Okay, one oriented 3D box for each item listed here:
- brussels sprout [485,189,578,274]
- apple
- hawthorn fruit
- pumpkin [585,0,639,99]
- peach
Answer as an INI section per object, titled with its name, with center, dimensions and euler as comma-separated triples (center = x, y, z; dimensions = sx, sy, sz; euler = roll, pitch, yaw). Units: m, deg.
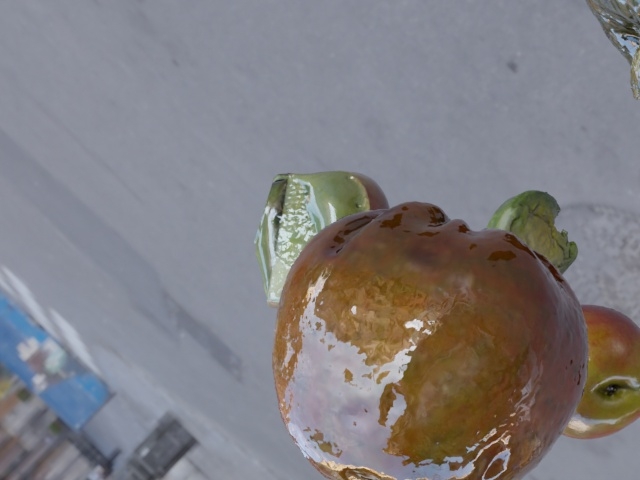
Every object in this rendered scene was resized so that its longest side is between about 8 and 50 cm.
[brussels sprout]
center = 0.287, 0.001, 1.659
dimensions = 0.100, 0.181, 0.139
euler = 7, 119, 55
[apple]
center = 0.000, 0.000, 1.576
dimensions = 0.207, 0.188, 0.174
euler = -4, 175, 40
[hawthorn fruit]
center = 0.084, 0.125, 1.016
dimensions = 0.277, 0.298, 0.277
euler = 19, 174, 2
[pumpkin]
center = 0.397, -0.282, 1.347
dimensions = 0.232, 0.242, 0.325
euler = 38, 175, 38
[peach]
center = 0.366, 0.178, 1.625
dimensions = 0.190, 0.190, 0.192
euler = 53, 177, -28
